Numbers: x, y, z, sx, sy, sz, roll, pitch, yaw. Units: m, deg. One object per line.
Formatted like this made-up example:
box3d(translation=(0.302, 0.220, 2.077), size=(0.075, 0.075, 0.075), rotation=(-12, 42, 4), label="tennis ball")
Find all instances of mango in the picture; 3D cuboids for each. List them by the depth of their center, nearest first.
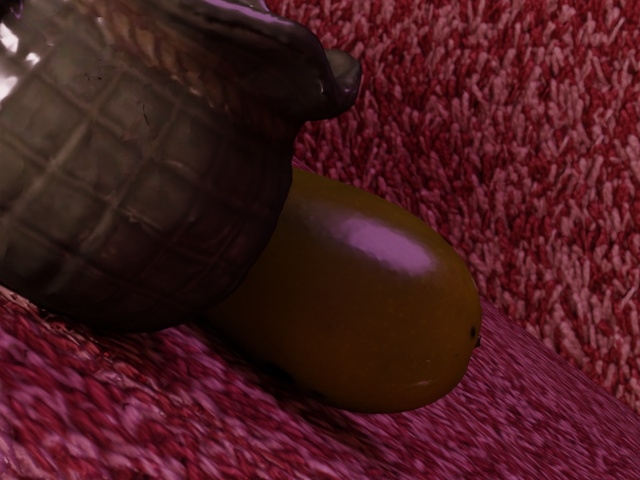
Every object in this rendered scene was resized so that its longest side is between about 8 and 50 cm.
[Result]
box3d(translation=(-0.026, 0.016, 1.363), size=(0.293, 0.143, 0.175), rotation=(27, 10, 4), label="mango")

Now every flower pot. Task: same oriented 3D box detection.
box3d(translation=(-0.144, -0.099, 1.137), size=(0.302, 0.213, 0.302), rotation=(37, 5, -4), label="flower pot")
